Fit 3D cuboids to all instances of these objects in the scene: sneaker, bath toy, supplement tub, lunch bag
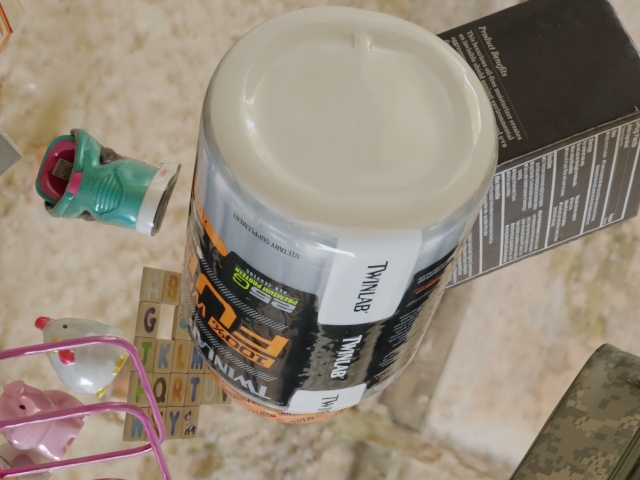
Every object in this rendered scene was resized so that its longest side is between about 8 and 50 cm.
[{"bbox_3d":[-0.292,-0.076,1.838,0.295,0.178,0.124,-147,-103,-85],"label":"sneaker"},{"bbox_3d":[-0.382,0.241,1.754,0.348,0.129,0.151,-56,-176,8],"label":"bath toy"},{"bbox_3d":[0.000,0.000,0.969,0.194,0.193,0.316,-57,170,-31],"label":"supplement tub"},{"bbox_3d":[0.312,0.274,1.226,0.305,0.256,0.213,-51,143,-21],"label":"lunch bag"}]

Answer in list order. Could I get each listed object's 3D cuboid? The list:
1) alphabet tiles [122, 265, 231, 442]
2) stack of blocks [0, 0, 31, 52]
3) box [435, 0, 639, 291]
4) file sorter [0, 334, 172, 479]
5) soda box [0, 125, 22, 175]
[{"bbox_3d":[-0.158,0.139,1.617,0.237,0.009,0.198,13,82,-64],"label":"alphabet tiles"},{"bbox_3d":[-0.391,-0.292,1.442,0.297,0.171,0.087,-81,158,-53],"label":"stack of blocks"},{"bbox_3d":[0.197,-0.102,1.496,0.294,0.183,0.296,-20,157,-2],"label":"box"},{"bbox_3d":[-0.208,0.246,1.065,0.202,0.182,0.291,81,-1,-51],"label":"file sorter"},{"bbox_3d":[-0.357,-0.009,0.976,0.286,0.098,0.091,-41,-160,-7],"label":"soda box"}]
